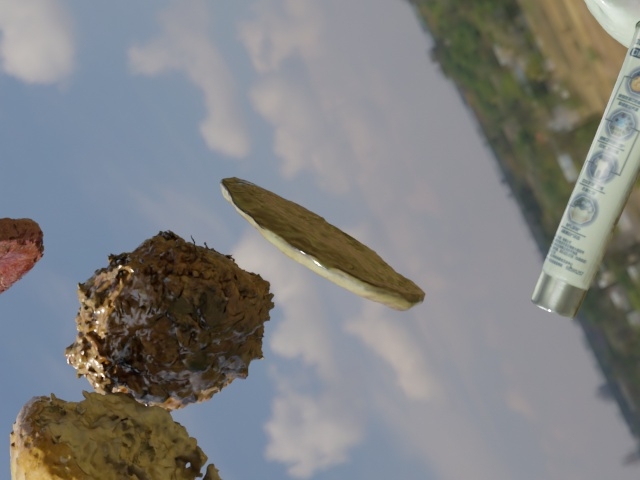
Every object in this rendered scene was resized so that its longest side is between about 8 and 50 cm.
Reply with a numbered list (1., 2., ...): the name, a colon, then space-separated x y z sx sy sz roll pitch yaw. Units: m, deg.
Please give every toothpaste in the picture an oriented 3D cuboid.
1. toothpaste: 0.224 -0.055 1.280 0.062 0.239 0.039 26 -174 41

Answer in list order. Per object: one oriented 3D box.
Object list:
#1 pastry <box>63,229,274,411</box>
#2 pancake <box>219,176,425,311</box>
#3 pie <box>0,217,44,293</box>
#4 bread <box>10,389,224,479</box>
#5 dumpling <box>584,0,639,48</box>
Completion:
1. pastry: -0.196 0.096 2.115 0.193 0.275 0.275 61 -174 31
2. pancake: 0.000 0.000 1.592 0.212 0.029 0.235 27 -171 -23
3. pie: -0.372 0.026 1.871 0.038 0.153 0.153 51 -174 12
4. bread: -0.245 0.287 1.929 0.274 0.149 0.274 29 -161 -11
5. dumpling: 0.275 -0.228 1.371 0.216 0.104 0.149 7 -88 -53
